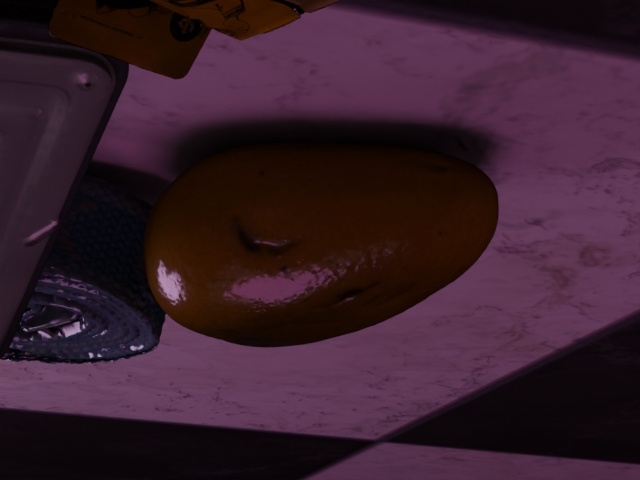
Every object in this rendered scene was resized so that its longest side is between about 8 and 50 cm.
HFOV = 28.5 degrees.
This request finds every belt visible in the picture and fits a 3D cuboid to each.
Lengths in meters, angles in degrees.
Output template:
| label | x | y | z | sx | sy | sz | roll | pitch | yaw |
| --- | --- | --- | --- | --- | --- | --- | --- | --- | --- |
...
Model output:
| label | x | y | z | sx | sy | sz | roll | pitch | yaw |
| --- | --- | --- | --- | --- | --- | --- | --- | --- | --- |
| belt | -0.162 | 0.016 | 0.756 | 0.163 | 0.082 | 0.148 | 1 | 150 | 21 |

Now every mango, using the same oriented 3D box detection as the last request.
| label | x | y | z | sx | sy | sz | roll | pitch | yaw |
| --- | --- | --- | --- | --- | --- | --- | --- | --- | --- |
| mango | 0.000 | 0.000 | 0.675 | 0.195 | 0.098 | 0.137 | -11 | 154 | 21 |

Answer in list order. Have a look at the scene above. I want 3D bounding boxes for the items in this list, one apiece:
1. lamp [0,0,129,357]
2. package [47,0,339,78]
| label | x | y | z | sx | sy | sz | roll | pitch | yaw |
| --- | --- | --- | --- | --- | --- | --- | --- | --- | --- |
| lamp | -0.244 | -0.019 | 0.548 | 0.266 | 0.047 | 0.269 | 3 | 143 | -28 |
| package | -0.035 | -0.104 | 0.448 | 0.071 | 0.047 | 0.131 | 15 | 159 | -39 |
